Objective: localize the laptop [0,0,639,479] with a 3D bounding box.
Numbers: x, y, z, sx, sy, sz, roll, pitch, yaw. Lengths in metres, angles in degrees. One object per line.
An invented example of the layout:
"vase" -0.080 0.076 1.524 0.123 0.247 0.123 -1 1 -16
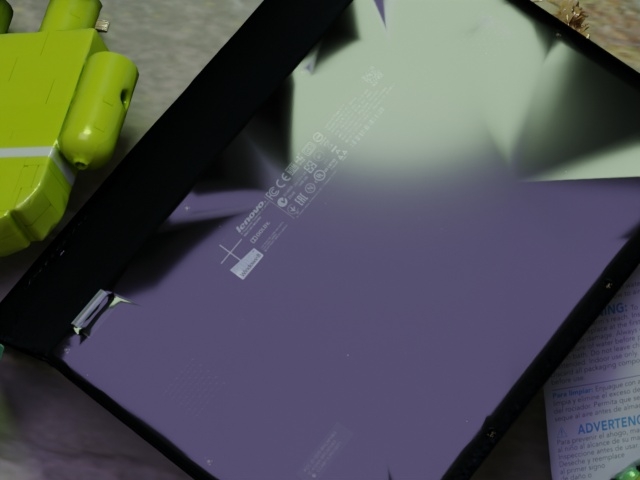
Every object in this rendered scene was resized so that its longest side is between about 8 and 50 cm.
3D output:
"laptop" 0.000 0.000 1.334 0.408 0.236 0.382 36 78 17

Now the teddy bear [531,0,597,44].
"teddy bear" 0.203 -0.049 1.365 0.338 0.113 0.245 24 63 32

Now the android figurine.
"android figurine" -0.263 -0.085 1.489 0.248 0.056 0.273 1 54 23

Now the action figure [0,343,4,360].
"action figure" -0.328 0.078 1.429 0.232 0.063 0.137 37 111 36

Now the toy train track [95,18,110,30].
"toy train track" -0.201 -0.165 1.569 0.048 0.014 0.083 6 64 17

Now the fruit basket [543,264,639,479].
"fruit basket" 0.288 0.142 1.148 0.327 0.165 0.353 -14 66 32
